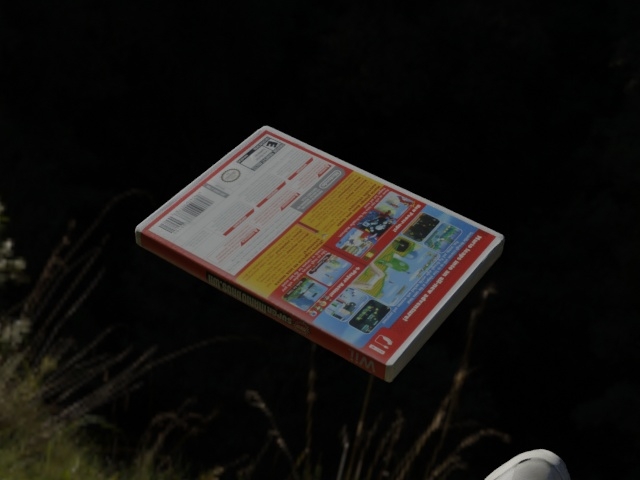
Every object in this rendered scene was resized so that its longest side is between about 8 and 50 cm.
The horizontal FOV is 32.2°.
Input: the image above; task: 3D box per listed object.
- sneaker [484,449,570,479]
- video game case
[{"bbox_3d":[0.177,0.338,1.118,0.114,0.152,0.305,34,66,9],"label":"sneaker"},{"bbox_3d":[0.000,0.000,1.040,0.285,0.025,0.204,27,48,24],"label":"video game case"}]
